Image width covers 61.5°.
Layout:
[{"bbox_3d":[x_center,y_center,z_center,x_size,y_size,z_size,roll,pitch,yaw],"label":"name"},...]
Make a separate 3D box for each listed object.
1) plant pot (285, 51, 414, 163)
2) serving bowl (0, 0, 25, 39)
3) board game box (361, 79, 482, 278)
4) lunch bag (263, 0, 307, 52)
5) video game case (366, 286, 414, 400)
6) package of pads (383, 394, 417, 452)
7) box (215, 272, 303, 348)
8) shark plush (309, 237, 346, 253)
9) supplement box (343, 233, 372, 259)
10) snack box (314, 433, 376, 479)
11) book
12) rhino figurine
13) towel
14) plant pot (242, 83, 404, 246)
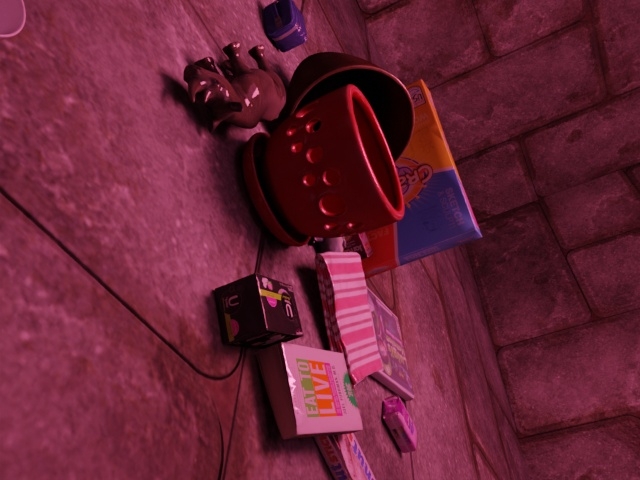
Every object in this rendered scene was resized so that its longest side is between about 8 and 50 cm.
[{"bbox_3d":[0.026,-0.245,0.962,0.215,0.215,0.230,53,10,-38],"label":"plant pot"},{"bbox_3d":[-0.245,-0.172,0.364,0.083,0.027,0.083,53,24,-37],"label":"serving bowl"},{"bbox_3d":[0.137,-0.114,1.026,0.064,0.242,0.316,26,46,-62],"label":"board game box"},{"bbox_3d":[-0.072,-0.431,1.058,0.065,0.067,0.098,40,33,-55],"label":"lunch bag"},{"bbox_3d":[0.118,0.187,0.990,0.190,0.022,0.173,46,29,-49],"label":"video game case"},{"bbox_3d":[0.132,0.303,0.891,0.083,0.032,0.050,62,17,-19],"label":"package of pads"},{"bbox_3d":[-0.063,0.076,0.564,0.083,0.052,0.062,30,42,-63],"label":"box"},{"bbox_3d":[0.000,0.000,0.868,0.067,0.073,0.161,9,81,-47],"label":"shark plush"},{"bbox_3d":[0.051,-0.004,0.960,0.083,0.055,0.043,67,20,-4],"label":"supplement box"},{"bbox_3d":[0.035,0.276,0.665,0.178,0.022,0.064,65,19,-9],"label":"snack box"},{"bbox_3d":[-0.007,0.172,0.610,0.144,0.035,0.096,25,42,-56],"label":"book"},{"bbox_3d":[-0.108,-0.195,0.700,0.106,0.073,0.243,62,21,-11],"label":"rhino figurine"},{"bbox_3d":[0.048,0.112,0.812,0.144,0.029,0.197,0,78,-65],"label":"towel"},{"bbox_3d":[0.003,-0.088,0.731,0.191,0.174,0.191,54,23,-36],"label":"plant pot"}]
